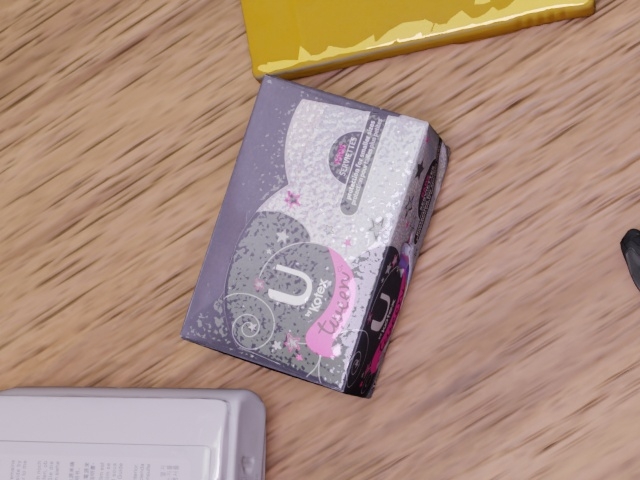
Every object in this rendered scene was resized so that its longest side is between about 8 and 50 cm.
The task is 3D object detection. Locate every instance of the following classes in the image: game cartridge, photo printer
[{"bbox_3d":[0.072,-0.314,1.633,0.323,0.052,0.285,-10,81,9],"label":"game cartridge"},{"bbox_3d":[-0.205,0.259,1.574,0.307,0.107,0.256,-2,79,22],"label":"photo printer"}]

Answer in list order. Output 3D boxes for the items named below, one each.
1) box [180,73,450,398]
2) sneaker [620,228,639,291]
[{"bbox_3d":[0.000,0.000,1.559,0.163,0.142,0.247,17,88,14],"label":"box"},{"bbox_3d":[0.360,-0.028,1.516,0.234,0.078,0.106,-35,80,8],"label":"sneaker"}]
